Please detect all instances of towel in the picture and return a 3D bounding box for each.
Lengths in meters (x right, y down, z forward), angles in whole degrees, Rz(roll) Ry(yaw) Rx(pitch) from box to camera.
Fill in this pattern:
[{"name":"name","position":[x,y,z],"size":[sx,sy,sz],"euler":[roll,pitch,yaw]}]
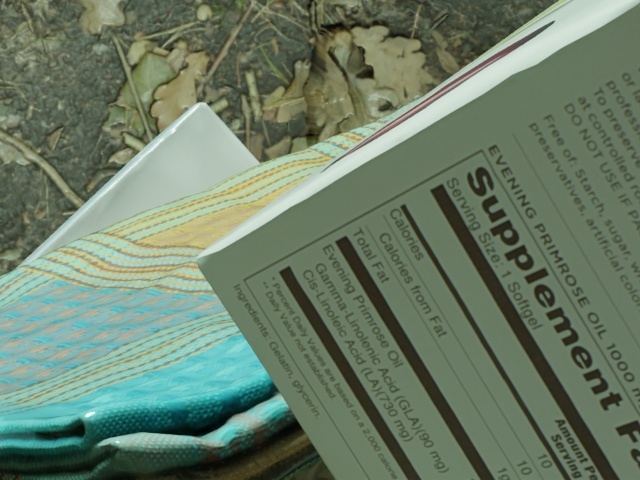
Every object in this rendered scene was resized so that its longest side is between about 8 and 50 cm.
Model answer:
[{"name":"towel","position":[0.000,0.000,0.621],"size":[0.370,0.040,0.271],"euler":[-25,16,-36]}]

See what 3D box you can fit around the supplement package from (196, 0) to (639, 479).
[{"name":"supplement package","position":[0.142,0.007,0.447],"size":[0.145,0.204,0.262],"euler":[-28,6,47]}]

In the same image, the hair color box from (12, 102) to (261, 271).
[{"name":"hair color box","position":[-0.134,0.132,0.844],"size":[0.374,0.185,0.113],"euler":[-44,7,-14]}]

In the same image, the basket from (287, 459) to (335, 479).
[{"name":"basket","position":[0.020,0.126,0.716],"size":[0.113,0.103,0.167],"euler":[-34,5,11]}]
